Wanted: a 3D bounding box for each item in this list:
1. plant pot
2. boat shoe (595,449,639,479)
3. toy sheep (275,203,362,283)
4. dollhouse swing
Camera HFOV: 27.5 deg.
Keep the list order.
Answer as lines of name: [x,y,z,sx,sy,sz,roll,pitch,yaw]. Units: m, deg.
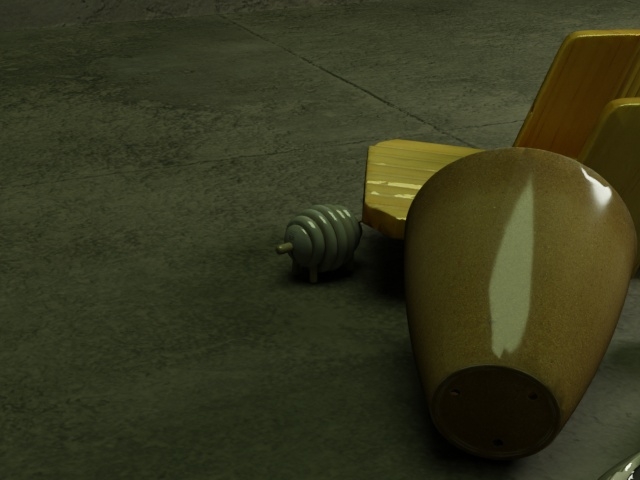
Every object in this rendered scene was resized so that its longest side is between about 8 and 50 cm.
plant pot: [0.177,0.079,1.248,0.237,0.237,0.254,5,38,11]
boat shoe: [0.267,0.219,1.100,0.206,0.075,0.065,-19,72,-52]
toy sheep: [0.000,0.000,1.575,0.091,0.091,0.132,20,29,40]
dollhouse swing: [0.245,-0.143,1.561,0.305,0.315,0.347,21,22,-5]
